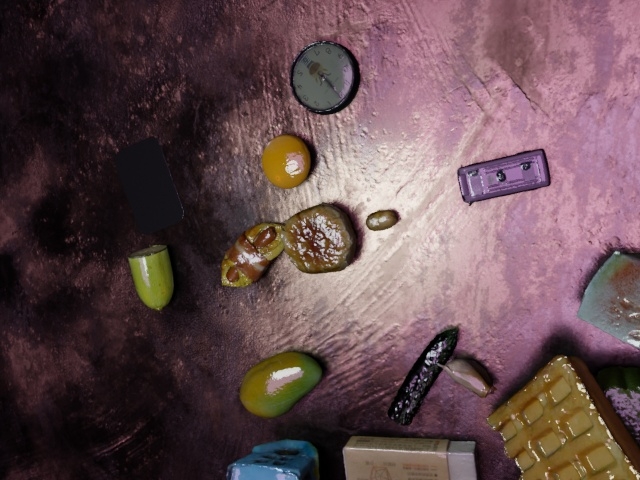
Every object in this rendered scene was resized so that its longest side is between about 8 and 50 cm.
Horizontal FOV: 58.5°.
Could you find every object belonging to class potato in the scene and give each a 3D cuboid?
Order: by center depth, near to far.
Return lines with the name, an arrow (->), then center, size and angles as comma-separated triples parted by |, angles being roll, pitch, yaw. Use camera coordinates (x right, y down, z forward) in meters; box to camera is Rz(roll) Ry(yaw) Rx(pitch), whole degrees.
potato -> 0.152, -0.050, 1.437 | 0.083, 0.040, 0.051 | -11, 103, 24

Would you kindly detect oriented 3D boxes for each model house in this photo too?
model house -> -0.100, 0.677, 1.515 | 0.216, 0.303, 0.237 | -2, 86, 15

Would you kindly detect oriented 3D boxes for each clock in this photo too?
clock -> 0.007, -0.411, 1.442 | 0.185, 0.040, 0.184 | 3, 99, 22

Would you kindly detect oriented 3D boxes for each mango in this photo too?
mango -> -0.112, 0.392, 1.568 | 0.251, 0.114, 0.156 | -37, 76, 23

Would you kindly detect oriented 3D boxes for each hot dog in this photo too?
hot dog -> -0.195, 0.045, 1.561 | 0.123, 0.093, 0.261 | 43, 110, 10

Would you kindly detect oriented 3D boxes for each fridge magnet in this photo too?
fridge magnet -> -0.088, -0.207, 1.498 | 0.143, 0.063, 0.143 | 3, 98, 23

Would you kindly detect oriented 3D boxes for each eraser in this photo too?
eraser -> 0.234, 0.591, 1.480 | 0.344, 0.078, 0.144 | -5, 96, 21

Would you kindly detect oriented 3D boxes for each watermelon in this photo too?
watermelon -> 0.733, 0.165, 1.121 | 0.387, 0.258, 0.228 | 20, 107, 14

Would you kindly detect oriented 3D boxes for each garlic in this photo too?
garlic -> 0.360, 0.324, 1.389 | 0.152, 0.084, 0.066 | 34, 87, 12

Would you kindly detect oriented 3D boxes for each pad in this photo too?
pad -> -0.514, -0.161, 1.706 | 0.181, 0.004, 0.267 | -19, 90, 23

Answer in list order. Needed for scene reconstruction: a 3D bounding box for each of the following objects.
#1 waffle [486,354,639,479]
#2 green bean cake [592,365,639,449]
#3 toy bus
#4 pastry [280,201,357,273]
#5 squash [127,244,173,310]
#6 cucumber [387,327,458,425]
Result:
waffle -> 0.531, 0.455, 1.207 | 0.304, 0.078, 0.348 | -60, 41, 41
green bean cake -> 0.715, 0.410, 1.218 | 0.247, 0.156, 0.249 | 0, 98, 23
toy bus -> 0.408, -0.142, 1.285 | 0.199, 0.108, 0.096 | -12, 93, 23
pastry -> 0.000, 0.000, 1.477 | 0.193, 0.093, 0.182 | -19, 92, 27
squash -> -0.488, 0.114, 1.678 | 0.123, 0.123, 0.186 | -9, 98, 23
cucumber -> 0.259, 0.338, 1.439 | 0.072, 0.072, 0.300 | 30, 106, 15
